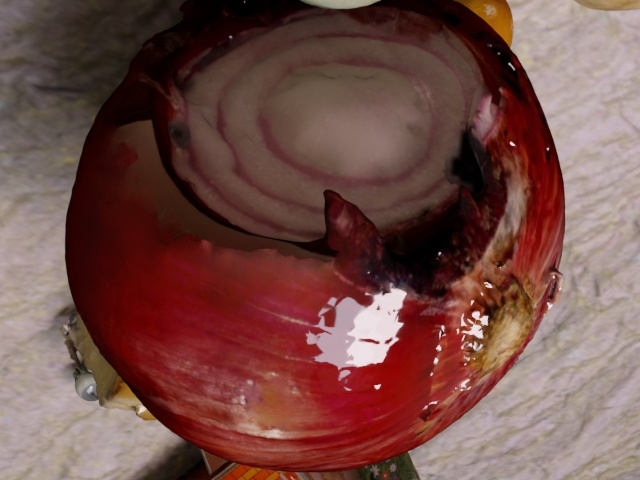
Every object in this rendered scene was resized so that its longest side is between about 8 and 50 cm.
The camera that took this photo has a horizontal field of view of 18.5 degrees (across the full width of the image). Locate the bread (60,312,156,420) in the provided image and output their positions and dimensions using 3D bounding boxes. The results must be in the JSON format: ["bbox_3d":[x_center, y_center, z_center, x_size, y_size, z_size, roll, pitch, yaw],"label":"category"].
[{"bbox_3d":[-0.053,0.036,1.561,0.246,0.111,0.239,0,139,-29],"label":"bread"}]

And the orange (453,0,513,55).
[{"bbox_3d":[0.100,-0.149,1.415,0.083,0.070,0.083,-14,150,-8],"label":"orange"}]

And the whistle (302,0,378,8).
[{"bbox_3d":[-0.032,-0.211,1.210,0.258,0.067,0.126,5,97,-20],"label":"whistle"}]

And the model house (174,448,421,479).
[{"bbox_3d":[-0.055,0.274,1.837,0.294,0.207,0.154,-40,142,25],"label":"model house"}]

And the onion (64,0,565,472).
[{"bbox_3d":[0.008,0.001,1.298,0.341,0.341,0.341,-17,148,-11],"label":"onion"}]

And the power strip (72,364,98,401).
[{"bbox_3d":[-0.175,0.101,1.666,0.083,0.035,0.055,-40,147,3],"label":"power strip"}]

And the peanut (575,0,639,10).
[{"bbox_3d":[0.239,-0.219,1.356,0.253,0.122,0.137,-3,153,-37],"label":"peanut"}]
